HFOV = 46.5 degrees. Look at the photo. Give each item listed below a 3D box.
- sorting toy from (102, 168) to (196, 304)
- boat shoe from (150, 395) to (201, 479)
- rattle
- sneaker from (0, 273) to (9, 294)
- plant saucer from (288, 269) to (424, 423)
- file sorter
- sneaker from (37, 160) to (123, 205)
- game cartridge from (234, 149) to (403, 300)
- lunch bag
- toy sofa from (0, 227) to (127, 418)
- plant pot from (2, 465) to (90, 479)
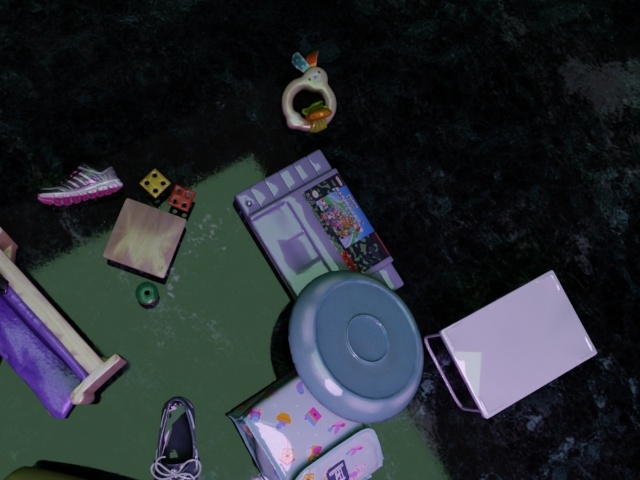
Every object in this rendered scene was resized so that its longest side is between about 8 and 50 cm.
[{"bbox_3d":[-0.361,-0.010,1.552,0.132,0.046,0.275,20,75,-6],"label":"sorting toy"},{"bbox_3d":[-0.277,0.432,1.446,0.095,0.079,0.255,3,73,-4],"label":"boat shoe"},{"bbox_3d":[-0.023,-0.350,1.645,0.130,0.143,0.200,7,82,10],"label":"rattle"},{"bbox_3d":[-0.617,0.103,1.304,0.084,0.058,0.152,42,47,1],"label":"sneaker"},{"bbox_3d":[0.085,0.201,1.482,0.317,0.043,0.318,14,60,-26],"label":"plant saucer"},{"bbox_3d":[0.386,0.220,1.573,0.277,0.173,0.193,-26,85,-14],"label":"file sorter"},{"bbox_3d":[-0.501,-0.123,1.544,0.170,0.063,0.075,-15,81,-18],"label":"sneaker"},{"bbox_3d":[0.000,0.000,1.612,0.230,0.068,0.355,-31,85,-11],"label":"game cartridge"},{"bbox_3d":[-0.019,0.395,1.468,0.223,0.160,0.262,-30,90,-25],"label":"lunch bag"},{"bbox_3d":[-0.556,0.165,1.425,0.177,0.150,0.362,-42,88,-17],"label":"toy sofa"},{"bbox_3d":[-0.450,0.536,1.324,0.293,0.275,0.275,28,74,12],"label":"plant pot"}]
